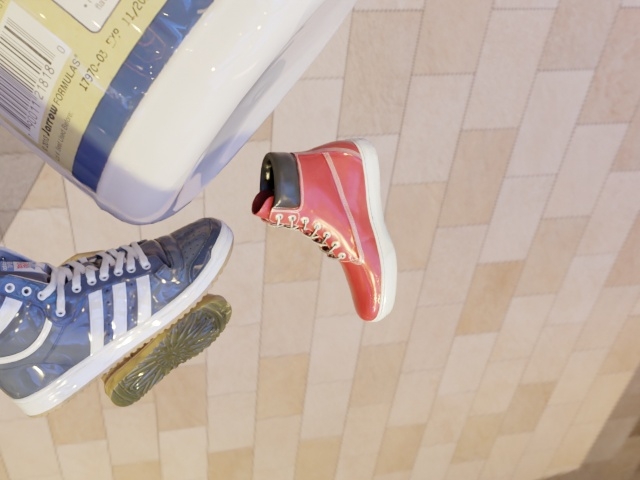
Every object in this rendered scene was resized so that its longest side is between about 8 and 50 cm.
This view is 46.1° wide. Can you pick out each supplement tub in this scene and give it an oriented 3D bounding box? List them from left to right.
[{"bbox_3d":[-0.147,-0.185,0.411,0.316,0.228,0.228,40,116,-5],"label":"supplement tub"}]

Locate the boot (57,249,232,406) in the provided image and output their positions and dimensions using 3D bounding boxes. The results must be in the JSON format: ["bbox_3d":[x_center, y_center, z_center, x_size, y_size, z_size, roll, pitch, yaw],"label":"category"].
[{"bbox_3d":[-0.301,0.096,1.188,0.236,0.269,0.089,-37,143,-12],"label":"boot"}]

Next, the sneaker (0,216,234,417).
[{"bbox_3d":[-0.229,0.037,0.756,0.282,0.099,0.153,-40,120,-10],"label":"sneaker"}]

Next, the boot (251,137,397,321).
[{"bbox_3d":[0.000,0.000,0.964,0.176,0.088,0.244,-14,96,-30],"label":"boot"}]
